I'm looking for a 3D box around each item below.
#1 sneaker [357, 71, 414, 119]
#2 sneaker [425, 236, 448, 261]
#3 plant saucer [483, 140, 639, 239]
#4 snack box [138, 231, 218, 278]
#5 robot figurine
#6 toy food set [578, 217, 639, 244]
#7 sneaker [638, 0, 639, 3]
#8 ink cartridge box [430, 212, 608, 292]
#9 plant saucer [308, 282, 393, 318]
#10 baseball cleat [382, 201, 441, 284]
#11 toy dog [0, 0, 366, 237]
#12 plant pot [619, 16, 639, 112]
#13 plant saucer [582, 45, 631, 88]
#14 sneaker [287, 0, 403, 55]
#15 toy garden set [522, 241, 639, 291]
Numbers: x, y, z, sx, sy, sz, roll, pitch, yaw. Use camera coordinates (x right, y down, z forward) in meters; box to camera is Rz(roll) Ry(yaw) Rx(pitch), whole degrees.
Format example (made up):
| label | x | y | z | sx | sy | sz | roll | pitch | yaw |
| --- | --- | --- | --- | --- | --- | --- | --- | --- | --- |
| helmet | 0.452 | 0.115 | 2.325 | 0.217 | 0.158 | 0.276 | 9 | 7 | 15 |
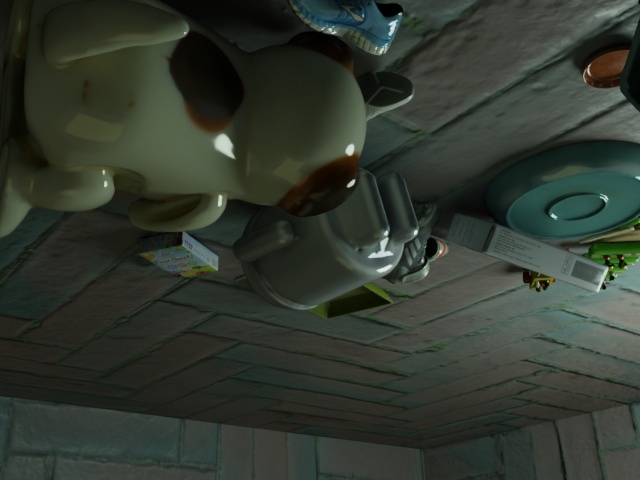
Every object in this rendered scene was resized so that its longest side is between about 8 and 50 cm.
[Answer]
| label | x | y | z | sx | sy | sz | roll | pitch | yaw |
| --- | --- | --- | --- | --- | --- | --- | --- | --- | --- |
| sneaker | 0.064 | -0.195 | 1.054 | 0.152 | 0.053 | 0.061 | -9 | 163 | 28 |
| sneaker | 0.183 | 0.030 | 1.518 | 0.161 | 0.057 | 0.075 | -15 | 165 | 38 |
| plant saucer | 0.453 | -0.073 | 1.334 | 0.317 | 0.043 | 0.317 | -2 | 155 | -1 |
| snack box | -0.283 | 0.031 | 1.512 | 0.100 | 0.037 | 0.141 | -12 | 152 | 19 |
| robot figurine | 0.000 | 0.000 | 1.276 | 0.300 | 0.200 | 0.353 | 3 | 158 | -43 |
| toy food set | 0.610 | -0.012 | 1.487 | 0.192 | 0.038 | 0.132 | 12 | 159 | -37 |
| sneaker | 0.342 | -0.307 | 0.814 | 0.152 | 0.058 | 0.084 | 13 | 143 | -41 |
| ink cartridge box | 0.355 | 0.013 | 1.415 | 0.275 | 0.060 | 0.239 | 18 | -176 | -24 |
| plant saucer | 0.040 | 0.115 | 1.700 | 0.188 | 0.045 | 0.188 | -16 | 151 | 29 |
| baseball cleat | 0.179 | 0.008 | 1.410 | 0.109 | 0.072 | 0.206 | 29 | 134 | -17 |
| toy dog | -0.142 | -0.162 | 0.873 | 0.408 | 0.284 | 0.395 | 6 | 155 | -30 |
| plant pot | 0.525 | -0.214 | 0.810 | 0.252 | 0.248 | 0.247 | -29 | 153 | -5 |
| plant saucer | 0.398 | -0.236 | 1.020 | 0.083 | 0.013 | 0.083 | -1 | 155 | -1 |
| sneaker | 0.028 | -0.280 | 0.877 | 0.162 | 0.063 | 0.073 | 12 | 133 | -33 |
| toy garden set | 0.547 | 0.064 | 1.576 | 0.204 | 0.049 | 0.244 | -2 | 163 | 3 |
